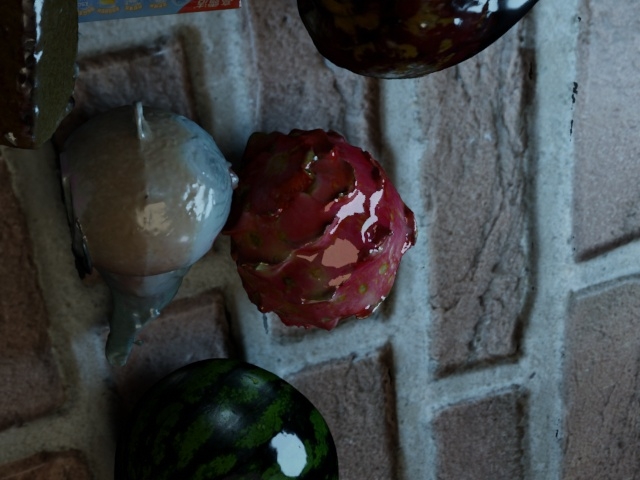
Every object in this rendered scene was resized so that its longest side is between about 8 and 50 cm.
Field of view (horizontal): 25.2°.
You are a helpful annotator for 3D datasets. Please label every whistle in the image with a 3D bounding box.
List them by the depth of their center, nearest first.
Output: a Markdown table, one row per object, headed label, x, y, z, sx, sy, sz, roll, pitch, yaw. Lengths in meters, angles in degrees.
| label | x | y | z | sx | sy | sz | roll | pitch | yaw |
| --- | --- | --- | --- | --- | --- | --- | --- | --- | --- |
| whistle | -0.177 | -0.004 | 1.476 | 0.189 | 0.189 | 0.348 | -10 | 137 | -18 |

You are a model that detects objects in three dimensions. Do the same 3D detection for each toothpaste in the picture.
| label | x | y | z | sx | sy | sz | roll | pitch | yaw |
| --- | --- | --- | --- | --- | --- | --- | --- | --- | --- |
| toothpaste | -0.170 | -0.237 | 1.374 | 0.193 | 0.070 | 0.044 | -9 | 124 | -19 |

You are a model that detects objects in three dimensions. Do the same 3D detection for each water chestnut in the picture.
| label | x | y | z | sx | sy | sz | roll | pitch | yaw |
| --- | --- | --- | --- | --- | --- | --- | --- | --- | --- |
| water chestnut | 0.101 | -0.284 | 1.346 | 0.244 | 0.289 | 0.289 | 7 | 122 | 0 |

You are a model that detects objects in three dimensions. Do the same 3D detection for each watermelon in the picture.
| label | x | y | z | sx | sy | sz | roll | pitch | yaw |
| --- | --- | --- | --- | --- | --- | --- | --- | --- | --- |
| watermelon | -0.109 | 0.270 | 1.643 | 0.269 | 0.269 | 0.269 | -12 | 126 | -17 |

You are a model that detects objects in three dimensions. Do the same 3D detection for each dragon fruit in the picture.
| label | x | y | z | sx | sy | sz | roll | pitch | yaw |
| --- | --- | --- | --- | --- | --- | --- | --- | --- | --- |
| dragon fruit | 0.000 | 0.000 | 1.537 | 0.210 | 0.205 | 0.268 | 4 | 150 | 9 |

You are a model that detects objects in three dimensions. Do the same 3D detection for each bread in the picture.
| label | x | y | z | sx | sy | sz | roll | pitch | yaw |
| --- | --- | --- | --- | --- | --- | --- | --- | --- | --- |
| bread | -0.290 | -0.288 | 1.230 | 0.165 | 0.113 | 0.417 | 14 | 122 | 7 |
